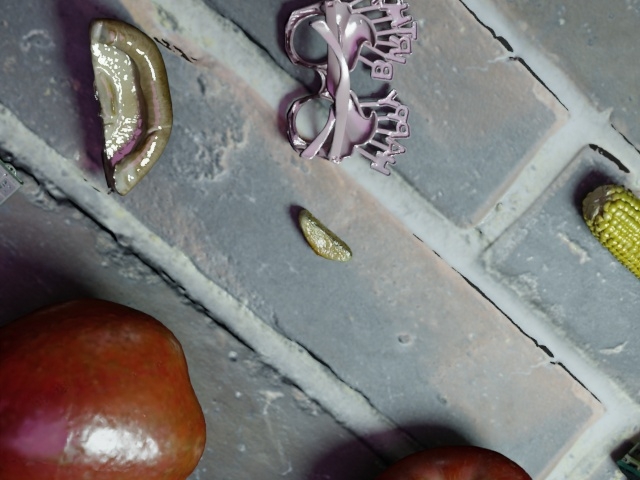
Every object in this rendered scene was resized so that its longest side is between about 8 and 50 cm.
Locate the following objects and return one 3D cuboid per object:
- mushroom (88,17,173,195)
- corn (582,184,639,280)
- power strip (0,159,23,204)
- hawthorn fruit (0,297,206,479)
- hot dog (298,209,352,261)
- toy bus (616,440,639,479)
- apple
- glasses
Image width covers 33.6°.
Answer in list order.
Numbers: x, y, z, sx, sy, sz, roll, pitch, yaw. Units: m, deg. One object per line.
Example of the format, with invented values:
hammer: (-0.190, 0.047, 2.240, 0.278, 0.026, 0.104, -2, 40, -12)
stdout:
mushroom: (-0.222, -0.161, 1.247, 0.094, 0.072, 0.209, -8, 109, -5)
corn: (0.444, 0.020, 1.396, 0.248, 0.081, 0.081, 39, 95, -16)
power strip: (-0.419, -0.042, 1.273, 0.136, 0.019, 0.051, -41, 108, 2)
hawthorn fruit: (-0.282, 0.195, 1.208, 0.295, 0.311, 0.295, -4, 74, 15)
hot dog: (0.000, 0.000, 1.346, 0.090, 0.030, 0.034, 40, 103, -16)
toy bus: (0.530, 0.379, 1.488, 0.109, 0.091, 0.261, -46, 107, -7)
apple: (0.167, 0.394, 1.356, 0.260, 0.260, 0.216, -7, 129, -7)
glasses: (0.046, -0.197, 1.273, 0.162, 0.095, 0.255, -5, 107, -16)
